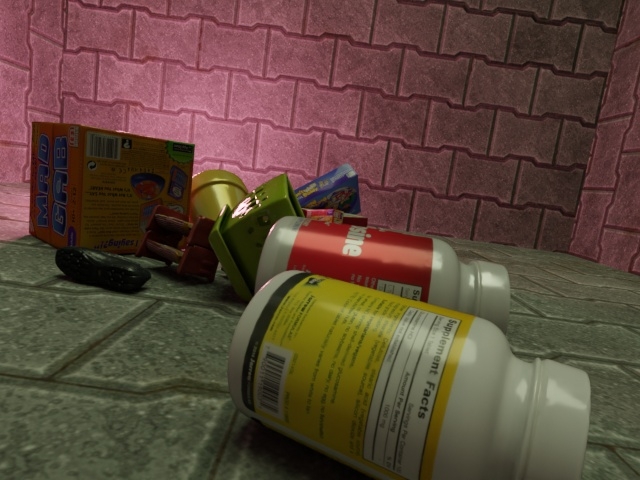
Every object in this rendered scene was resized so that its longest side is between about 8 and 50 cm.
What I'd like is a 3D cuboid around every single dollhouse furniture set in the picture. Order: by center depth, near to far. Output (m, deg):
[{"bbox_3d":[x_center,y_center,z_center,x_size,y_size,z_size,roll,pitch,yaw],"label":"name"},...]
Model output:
[{"bbox_3d":[-0.292,0.037,1.184,0.201,0.152,0.374,14,-7,37],"label":"dollhouse furniture set"}]

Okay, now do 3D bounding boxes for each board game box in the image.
[{"bbox_3d":[0.000,0.000,1.319,0.045,0.194,0.146,13,-6,-35],"label":"board game box"},{"bbox_3d":[-0.670,-0.167,1.330,0.356,0.357,0.356,13,10,36],"label":"board game box"},{"bbox_3d":[-0.014,-0.124,1.598,0.346,0.233,0.078,-28,57,-10],"label":"board game box"}]

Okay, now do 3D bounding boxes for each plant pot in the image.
[{"bbox_3d":[-0.132,-0.003,0.986,0.207,0.227,0.228,-21,22,4],"label":"plant pot"},{"bbox_3d":[-0.351,-0.083,1.445,0.253,0.254,0.239,3,35,-29],"label":"plant pot"}]

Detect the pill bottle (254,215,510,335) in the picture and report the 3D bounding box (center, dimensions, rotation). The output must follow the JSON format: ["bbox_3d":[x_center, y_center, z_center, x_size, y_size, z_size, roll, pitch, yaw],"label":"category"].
[{"bbox_3d":[0.106,0.095,0.747,0.406,0.229,0.229,9,8,9],"label":"pill bottle"}]

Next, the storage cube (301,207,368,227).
[{"bbox_3d":[0.035,-0.006,1.487,0.214,0.194,0.183,-1,12,-42],"label":"storage cube"}]

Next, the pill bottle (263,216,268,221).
[{"bbox_3d":[-0.160,-0.029,1.393,0.119,0.209,0.119,8,8,-1],"label":"pill bottle"}]

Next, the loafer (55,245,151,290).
[{"bbox_3d":[-0.496,0.063,0.940,0.223,0.076,0.078,14,4,10],"label":"loafer"}]

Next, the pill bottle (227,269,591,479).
[{"bbox_3d":[0.082,0.156,0.447,0.333,0.188,0.187,13,10,27],"label":"pill bottle"}]
